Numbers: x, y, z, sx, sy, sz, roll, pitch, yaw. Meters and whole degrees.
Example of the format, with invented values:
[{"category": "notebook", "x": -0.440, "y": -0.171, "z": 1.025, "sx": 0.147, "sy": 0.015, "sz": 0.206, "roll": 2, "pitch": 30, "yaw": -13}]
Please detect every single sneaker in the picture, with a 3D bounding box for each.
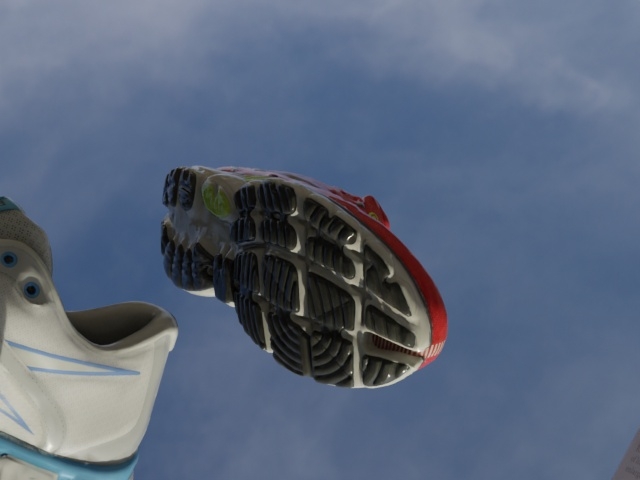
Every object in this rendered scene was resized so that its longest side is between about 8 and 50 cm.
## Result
[{"category": "sneaker", "x": 0.000, "y": 0.000, "z": 0.678, "sx": 0.118, "sy": 0.107, "sz": 0.279, "roll": -8, "pitch": -159, "yaw": -29}, {"category": "sneaker", "x": -0.122, "y": 0.018, "z": 0.315, "sx": 0.191, "sy": 0.083, "sz": 0.071, "roll": 25, "pitch": -176, "yaw": -40}]

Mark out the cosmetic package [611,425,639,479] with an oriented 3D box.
[{"category": "cosmetic package", "x": 0.240, "y": 0.089, "z": 0.558, "sx": 0.117, "sy": 0.085, "sz": 0.231, "roll": 32, "pitch": -96, "yaw": -12}]
